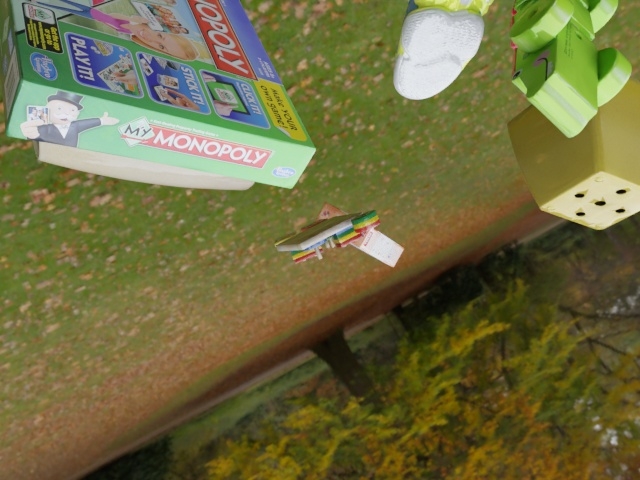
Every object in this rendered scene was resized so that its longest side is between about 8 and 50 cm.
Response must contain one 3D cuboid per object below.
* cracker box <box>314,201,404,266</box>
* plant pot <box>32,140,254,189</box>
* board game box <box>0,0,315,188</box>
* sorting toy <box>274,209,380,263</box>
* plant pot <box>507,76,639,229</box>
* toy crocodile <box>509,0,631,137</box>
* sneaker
[{"bbox_3d":[0.106,-0.013,1.810,0.067,0.155,0.232,-61,149,2],"label":"cracker box"},{"bbox_3d":[-0.245,-0.184,0.927,0.274,0.256,0.256,-8,162,-26],"label":"plant pot"},{"bbox_3d":[-0.150,-0.180,0.561,0.213,0.317,0.046,7,133,-35],"label":"board game box"},{"bbox_3d":[0.000,0.000,1.244,0.132,0.046,0.274,-27,-171,-21],"label":"sorting toy"},{"bbox_3d":[0.471,-0.142,1.174,0.212,0.187,0.212,16,152,-20],"label":"plant pot"},{"bbox_3d":[0.252,-0.227,0.746,0.105,0.115,0.340,-38,-154,42],"label":"toy crocodile"},{"bbox_3d":[0.142,-0.286,0.787,0.091,0.126,0.240,15,118,-19],"label":"sneaker"}]
